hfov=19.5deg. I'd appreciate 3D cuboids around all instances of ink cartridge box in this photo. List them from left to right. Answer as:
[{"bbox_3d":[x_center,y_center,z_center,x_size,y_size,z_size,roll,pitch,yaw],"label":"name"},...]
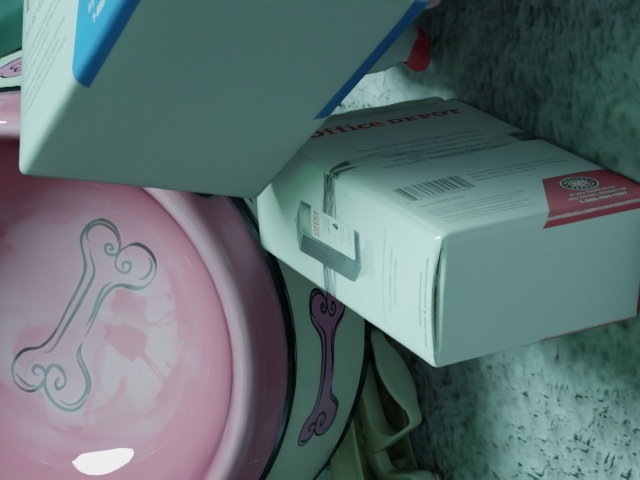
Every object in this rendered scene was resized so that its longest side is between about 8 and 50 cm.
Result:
[{"bbox_3d":[-0.071,-0.263,1.124,0.285,0.166,0.395,136,136,-59],"label":"ink cartridge box"},{"bbox_3d":[0.078,-0.013,1.180,0.218,0.158,0.092,35,130,52],"label":"ink cartridge box"}]

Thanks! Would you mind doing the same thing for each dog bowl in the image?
[{"bbox_3d":[-0.179,0.063,1.345,0.408,0.150,0.408,4,104,18],"label":"dog bowl"}]

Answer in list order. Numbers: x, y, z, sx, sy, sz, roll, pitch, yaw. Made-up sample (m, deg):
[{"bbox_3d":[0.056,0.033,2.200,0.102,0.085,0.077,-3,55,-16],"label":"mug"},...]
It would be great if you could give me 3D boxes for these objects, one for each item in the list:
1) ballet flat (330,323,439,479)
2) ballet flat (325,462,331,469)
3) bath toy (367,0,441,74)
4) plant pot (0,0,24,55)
[{"bbox_3d":[0.046,0.162,1.403,0.086,0.086,0.248,-21,81,62],"label":"ballet flat"},{"bbox_3d":[-0.014,0.135,1.527,0.188,0.070,0.070,50,141,44],"label":"ballet flat"},{"bbox_3d":[0.057,-0.216,1.187,0.129,0.151,0.348,34,143,1],"label":"bath toy"},{"bbox_3d":[-0.203,-0.087,1.587,0.293,0.293,0.196,36,158,51],"label":"plant pot"}]
